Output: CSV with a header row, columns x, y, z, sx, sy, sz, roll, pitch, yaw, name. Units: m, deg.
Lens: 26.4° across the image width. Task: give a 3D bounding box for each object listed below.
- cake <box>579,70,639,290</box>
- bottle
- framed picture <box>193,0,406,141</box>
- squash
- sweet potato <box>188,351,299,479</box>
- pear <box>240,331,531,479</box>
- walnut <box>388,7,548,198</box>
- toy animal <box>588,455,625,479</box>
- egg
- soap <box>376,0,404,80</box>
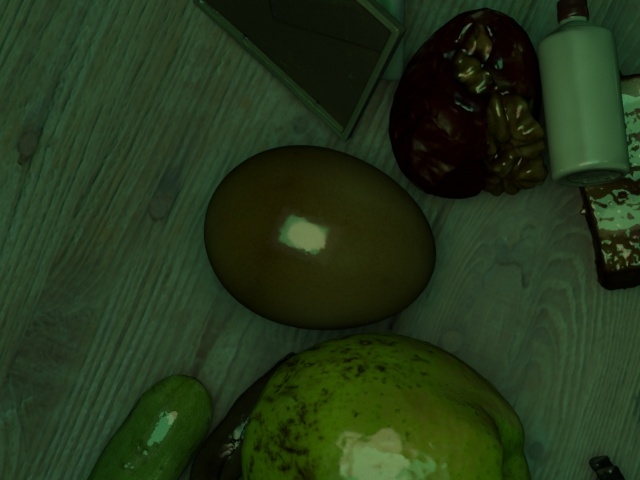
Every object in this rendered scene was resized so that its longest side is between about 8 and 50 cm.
x,y,z,sx,sy,sz,roll,pitch,yaw,name
0.440,-0.091,1.881,0.196,0.199,0.293,-17,79,10,cake
0.339,-0.198,1.773,0.104,0.104,0.245,-5,77,4,bottle
-0.038,-0.316,1.900,0.324,0.240,0.020,43,52,13,framed picture
-0.278,0.352,1.944,0.118,0.118,0.370,35,92,5,squash
-0.100,0.282,1.938,0.286,0.112,0.085,-52,127,-11,sweet potato
0.095,0.304,1.796,0.391,0.391,0.391,0,87,4,pear
0.212,-0.168,1.861,0.222,0.269,0.244,-32,73,-10,walnut
0.293,0.436,1.907,0.343,0.106,0.168,-37,92,8,toy animal
0.000,0.000,1.874,0.322,0.250,0.250,16,88,-2,egg
0.063,-0.394,1.919,0.109,0.193,0.324,-1,114,0,soap
